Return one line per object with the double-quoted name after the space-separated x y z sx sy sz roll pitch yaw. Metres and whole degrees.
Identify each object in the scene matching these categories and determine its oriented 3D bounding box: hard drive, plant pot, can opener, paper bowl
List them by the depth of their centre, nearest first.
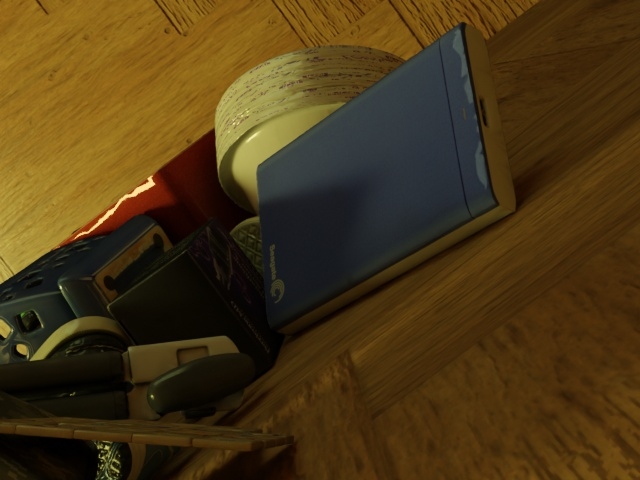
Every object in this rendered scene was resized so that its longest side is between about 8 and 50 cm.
-0.203 0.132 1.144 0.283 0.076 0.095 -5 -20 -14 "can opener"
0.054 -0.057 1.269 0.318 0.040 0.210 -32 52 39 "hard drive"
0.012 -0.101 1.528 0.284 0.284 0.148 -32 53 40 "paper bowl"
-0.268 0.115 1.529 0.212 0.236 0.236 -25 12 29 "plant pot"
-0.163 0.001 1.710 0.267 0.236 0.267 -31 9 37 "plant pot"

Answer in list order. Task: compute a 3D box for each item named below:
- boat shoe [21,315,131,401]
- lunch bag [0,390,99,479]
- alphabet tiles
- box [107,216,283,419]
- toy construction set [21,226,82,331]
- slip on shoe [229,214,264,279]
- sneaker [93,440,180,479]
-0.295 0.235 1.286 0.340 0.127 0.113 -48 41 20 "boat shoe"
-0.304 0.241 0.898 0.256 0.212 0.305 -63 9 -3 "lunch bag"
-0.122 0.141 0.906 0.198 0.009 0.237 2 -7 9 "alphabet tiles"
-0.126 0.079 1.340 0.108 0.153 0.207 -35 8 9 "box"
-0.279 0.121 1.905 0.309 0.237 0.258 -16 -46 -59 "toy construction set"
0.000 0.000 1.449 0.331 0.123 0.101 -28 -5 42 "slip on shoe"
-0.207 0.226 1.158 0.081 0.080 0.211 -10 -15 -44 "sneaker"
